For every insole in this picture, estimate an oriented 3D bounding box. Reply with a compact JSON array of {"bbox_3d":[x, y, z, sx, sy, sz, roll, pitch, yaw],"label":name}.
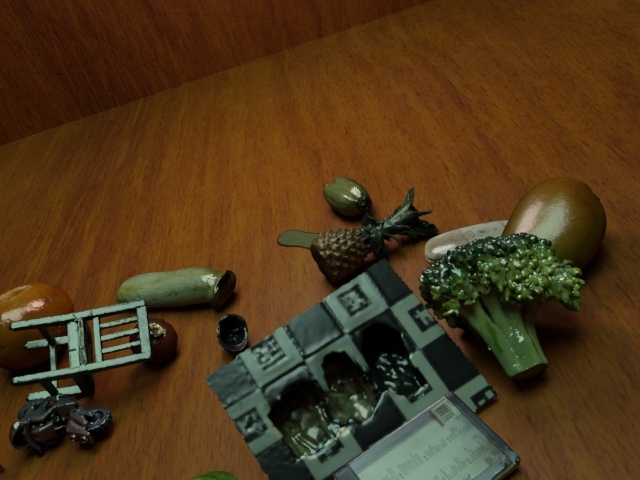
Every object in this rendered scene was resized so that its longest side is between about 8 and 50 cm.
[{"bbox_3d":[0.000,0.000,1.694,0.253,0.005,0.086,4,38,34],"label":"insole"}]

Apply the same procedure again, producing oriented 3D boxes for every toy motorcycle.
[{"bbox_3d":[-0.507,0.357,1.362,0.213,0.084,0.118,1,29,22],"label":"toy motorcycle"}]

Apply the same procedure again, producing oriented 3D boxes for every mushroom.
[{"bbox_3d":[-0.335,0.110,1.645,0.312,0.081,0.100,-4,29,27],"label":"mushroom"}]

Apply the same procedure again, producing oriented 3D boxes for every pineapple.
[{"bbox_3d":[0.119,-0.010,1.543,0.277,0.119,0.130,-28,13,-16],"label":"pineapple"}]

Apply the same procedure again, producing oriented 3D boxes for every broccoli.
[{"bbox_3d":[0.306,0.115,1.189,0.263,0.247,0.243,-7,61,-19],"label":"broccoli"}]

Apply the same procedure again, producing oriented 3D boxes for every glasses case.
[{"bbox_3d":[0.315,0.006,1.462,0.204,0.051,0.081,-14,31,10],"label":"glasses case"}]

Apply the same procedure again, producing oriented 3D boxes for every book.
[{"bbox_3d":[0.155,0.338,1.044,0.231,0.026,0.157,-31,42,-15],"label":"book"}]

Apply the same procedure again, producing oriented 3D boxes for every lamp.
[{"bbox_3d":[-0.349,0.211,1.489,0.101,0.090,0.101,9,50,-11],"label":"lamp"}]

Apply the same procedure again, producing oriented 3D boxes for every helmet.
[{"bbox_3d":[-0.183,0.197,1.454,0.065,0.049,0.084,8,59,-13],"label":"helmet"}]

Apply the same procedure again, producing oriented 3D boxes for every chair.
[{"bbox_3d":[-0.478,0.228,1.454,0.271,0.147,0.136,-10,63,-11],"label":"chair"}]

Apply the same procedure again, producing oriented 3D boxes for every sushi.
[{"bbox_3d":[0.047,0.254,1.180,0.373,0.100,0.296,-33,70,-15],"label":"sushi"}]

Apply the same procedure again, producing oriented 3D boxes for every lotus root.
[{"bbox_3d":[0.070,-0.104,1.744,0.090,0.077,0.183,-37,32,-12],"label":"lotus root"}]

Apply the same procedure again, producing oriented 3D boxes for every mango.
[{"bbox_3d":[0.436,-0.009,1.338,0.176,0.139,0.254,7,55,46],"label":"mango"}]

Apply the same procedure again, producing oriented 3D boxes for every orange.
[{"bbox_3d":[-0.666,0.195,1.616,0.224,0.170,0.224,-12,20,5],"label":"orange"}]

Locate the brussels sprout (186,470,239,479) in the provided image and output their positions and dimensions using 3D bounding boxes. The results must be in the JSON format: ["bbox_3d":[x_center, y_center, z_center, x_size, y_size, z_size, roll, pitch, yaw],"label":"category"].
[{"bbox_3d":[-0.164,0.411,1.048,0.155,0.117,0.155,-21,23,9],"label":"brussels sprout"}]

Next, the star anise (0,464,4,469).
[{"bbox_3d":[-0.744,0.441,1.347,0.272,0.102,0.272,-12,34,8],"label":"star anise"}]
